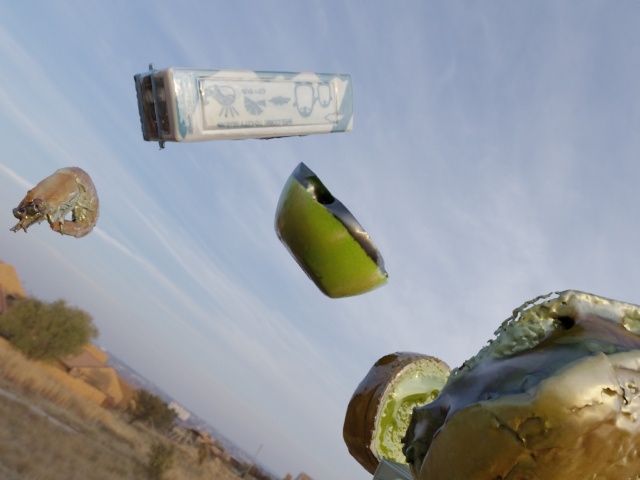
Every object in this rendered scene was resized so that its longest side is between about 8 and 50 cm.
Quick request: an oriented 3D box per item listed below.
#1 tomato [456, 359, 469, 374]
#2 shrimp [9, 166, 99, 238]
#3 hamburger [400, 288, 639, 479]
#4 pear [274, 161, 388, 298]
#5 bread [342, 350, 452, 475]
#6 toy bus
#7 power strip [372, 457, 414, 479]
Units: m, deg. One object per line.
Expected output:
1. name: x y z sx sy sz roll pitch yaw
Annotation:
1. tomato: 0.461 0.364 1.037 0.228 0.112 0.199 -39 -115 41
2. shrimp: -0.352 -0.043 0.569 0.041 0.180 0.099 -6 -68 0
3. hamburger: 0.209 0.192 0.354 0.266 0.134 0.284 14 -71 -11
4. pear: -0.001 0.004 1.120 0.398 0.165 0.399 52 -4 6
5. bread: 0.153 0.304 0.718 0.236 0.236 0.070 48 -23 -20
6. toy bus: -0.099 -0.196 0.615 0.131 0.297 0.106 19 -63 51
7. power strip: 0.117 0.335 0.569 0.075 0.042 0.175 15 -19 45
